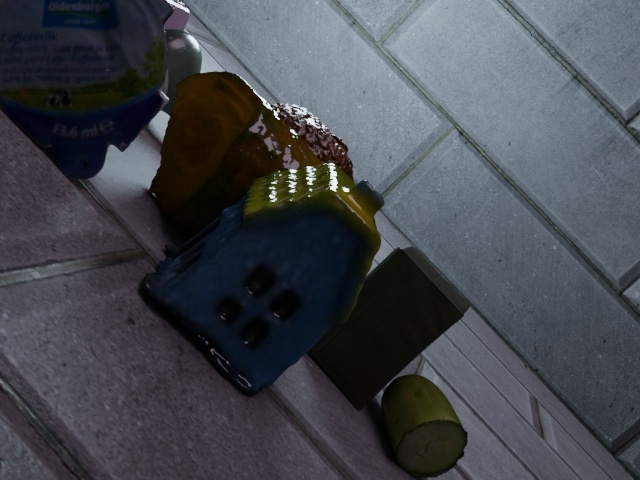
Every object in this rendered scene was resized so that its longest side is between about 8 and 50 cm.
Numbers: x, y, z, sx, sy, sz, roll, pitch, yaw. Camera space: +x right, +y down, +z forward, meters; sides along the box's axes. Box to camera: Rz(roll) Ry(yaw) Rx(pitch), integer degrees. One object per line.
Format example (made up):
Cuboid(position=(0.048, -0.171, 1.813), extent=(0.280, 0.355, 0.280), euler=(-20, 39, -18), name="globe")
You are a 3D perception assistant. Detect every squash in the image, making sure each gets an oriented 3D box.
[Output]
Cuboid(position=(0.159, 0.283, 1.345), extent=(0.123, 0.123, 0.187), euler=(41, 13, -23), name="squash")

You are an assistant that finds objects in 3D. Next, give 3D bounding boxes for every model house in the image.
Cuboid(position=(-0.043, 0.022, 1.110), extent=(0.215, 0.303, 0.237), euler=(50, 10, -12), name="model house")

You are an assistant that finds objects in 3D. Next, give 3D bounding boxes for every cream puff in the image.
Cuboid(position=(-0.049, -0.158, 1.747), extent=(0.303, 0.212, 0.303), euler=(38, -14, 11), name="cream puff")

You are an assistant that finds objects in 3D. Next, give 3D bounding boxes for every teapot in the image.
Cuboid(position=(-0.279, -0.285, 1.654), extent=(0.251, 0.183, 0.183), euler=(56, 11, -1), name="teapot")

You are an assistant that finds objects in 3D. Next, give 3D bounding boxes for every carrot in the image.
Cuboid(position=(-0.126, -0.096, 1.322), extent=(0.340, 0.241, 0.241), euler=(44, 12, -16), name="carrot")

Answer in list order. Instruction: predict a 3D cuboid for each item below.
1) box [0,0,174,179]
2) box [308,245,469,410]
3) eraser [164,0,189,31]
Cuboid(position=(-0.320, -0.230, 1.218), extent=(0.206, 0.262, 0.291), euler=(-51, 135, -89), name="box")
Cuboid(position=(0.108, 0.136, 1.379), extent=(0.155, 0.231, 0.149), euler=(46, 11, 8), name="box")
Cuboid(position=(-0.449, -0.488, 1.640), extent=(0.272, 0.122, 0.359), euler=(22, 7, 9), name="eraser")
